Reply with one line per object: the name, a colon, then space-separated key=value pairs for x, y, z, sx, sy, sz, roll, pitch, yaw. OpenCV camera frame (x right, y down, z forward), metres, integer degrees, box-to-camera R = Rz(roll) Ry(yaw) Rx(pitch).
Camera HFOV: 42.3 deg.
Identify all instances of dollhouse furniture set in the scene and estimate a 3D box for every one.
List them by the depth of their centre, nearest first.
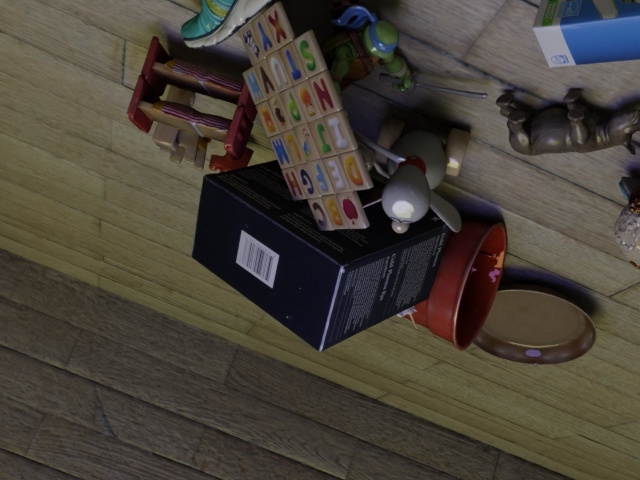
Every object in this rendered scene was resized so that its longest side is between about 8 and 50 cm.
dollhouse furniture set: x=-0.213 y=-0.234 z=1.591 sx=0.202 sy=0.152 sz=0.374 roll=18 pitch=174 yaw=5

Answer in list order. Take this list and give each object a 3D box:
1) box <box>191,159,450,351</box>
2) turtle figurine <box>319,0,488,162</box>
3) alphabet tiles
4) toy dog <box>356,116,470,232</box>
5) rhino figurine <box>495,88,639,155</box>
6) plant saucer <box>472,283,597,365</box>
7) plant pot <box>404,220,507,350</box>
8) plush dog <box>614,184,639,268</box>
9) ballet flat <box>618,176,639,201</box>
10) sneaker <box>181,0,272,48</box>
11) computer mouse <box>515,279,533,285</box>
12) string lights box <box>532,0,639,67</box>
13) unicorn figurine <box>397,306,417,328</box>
box: x=0.000 y=0.000 z=1.505 sx=0.343 sy=0.313 sz=0.178 roll=33 pitch=125 yaw=32
turtle figurine: x=0.054 y=-0.219 z=1.288 sx=0.275 sy=0.197 sz=0.266 roll=39 pitch=157 yaw=-26
alphabet tiles: x=-0.028 y=-0.173 z=1.243 sx=0.285 sy=0.011 sz=0.342 roll=-1 pitch=113 yaw=66
toy dog: x=0.142 y=-0.086 z=1.364 sx=0.220 sy=0.334 sz=0.160 roll=22 pitch=120 yaw=26
rhino figurine: x=0.395 y=-0.174 z=1.267 sx=0.243 sy=0.073 sz=0.106 roll=4 pitch=148 yaw=30
plant saucer: x=0.482 y=0.190 z=1.926 sx=0.311 sy=0.050 sz=0.310 roll=12 pitch=145 yaw=8
plant pot: x=0.214 y=0.057 z=1.722 sx=0.265 sy=0.272 sz=0.272 roll=19 pitch=159 yaw=26
plush dog: x=0.576 y=0.000 z=1.290 sx=0.226 sy=0.210 sz=0.262 roll=14 pitch=144 yaw=20
ballet flat: x=0.582 y=-0.058 z=1.401 sx=0.068 sy=0.072 sz=0.213 roll=-33 pitch=130 yaw=28
sneaker: x=-0.137 y=-0.380 z=1.249 sx=0.110 sy=0.107 sz=0.275 roll=49 pitch=144 yaw=-14
computer mouse: x=0.446 y=0.164 z=2.000 sx=0.184 sy=0.060 sz=0.262 roll=37 pitch=140 yaw=-26
string lights box: x=0.393 y=-0.282 z=0.948 sx=0.260 sy=0.133 sz=0.077 roll=2 pitch=150 yaw=36
unicorn figurine: x=0.115 y=0.103 z=1.604 sx=0.111 sy=0.162 sz=0.060 roll=-10 pitch=142 yaw=-35
